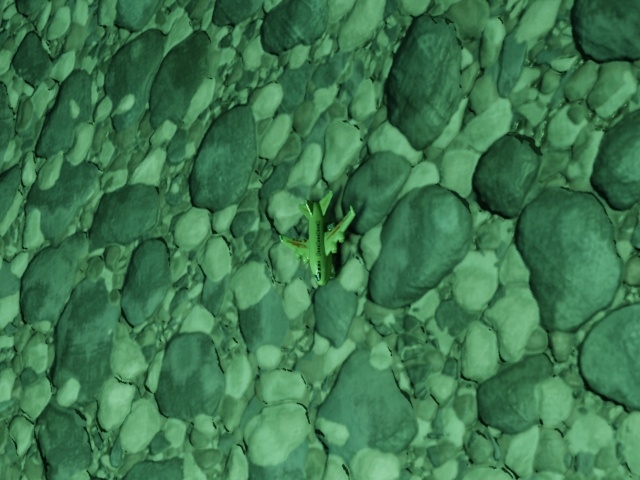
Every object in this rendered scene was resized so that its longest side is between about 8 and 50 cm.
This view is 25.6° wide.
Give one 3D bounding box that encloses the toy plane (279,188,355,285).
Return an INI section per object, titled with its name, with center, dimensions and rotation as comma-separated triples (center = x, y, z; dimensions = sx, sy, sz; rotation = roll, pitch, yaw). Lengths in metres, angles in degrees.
[toy plane]
center = 0.000, 0.000, 1.574
dimensions = 0.102, 0.040, 0.111
rotation = -24, 63, 34
